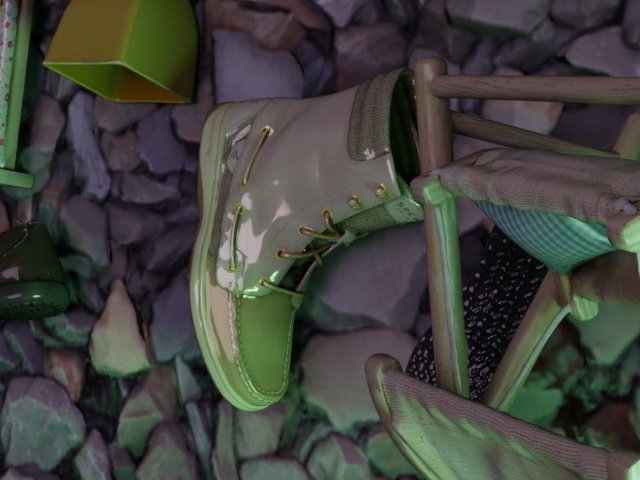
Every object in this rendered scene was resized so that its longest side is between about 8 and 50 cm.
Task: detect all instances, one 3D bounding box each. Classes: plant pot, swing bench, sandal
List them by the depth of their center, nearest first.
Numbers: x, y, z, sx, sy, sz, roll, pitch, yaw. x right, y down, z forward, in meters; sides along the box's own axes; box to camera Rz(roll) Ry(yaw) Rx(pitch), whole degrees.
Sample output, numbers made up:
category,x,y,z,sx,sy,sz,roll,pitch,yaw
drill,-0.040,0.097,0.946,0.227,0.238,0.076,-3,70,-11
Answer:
category,x,y,z,sx,sy,sz,roll,pitch,yaw
swing bench,0.150,0.047,0.811,0.253,0.165,0.254,12,90,64
sandal,0.112,0.045,0.982,0.067,0.040,0.179,27,86,30
plant pot,-0.138,-0.152,1.165,0.081,0.081,0.083,5,77,37

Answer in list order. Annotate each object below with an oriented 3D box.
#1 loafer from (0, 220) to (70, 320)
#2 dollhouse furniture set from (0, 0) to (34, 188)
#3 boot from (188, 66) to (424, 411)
category,x,y,z,sx,sy,sz,roll,pitch,yaw
loafer,-0.285,0.026,1.255,0.220,0.080,0.078,-5,76,27
dollhouse furniture set,-0.352,-0.097,1.255,0.355,0.174,0.303,2,85,37
boot,0.000,0.000,1.042,0.165,0.077,0.213,-9,76,33
